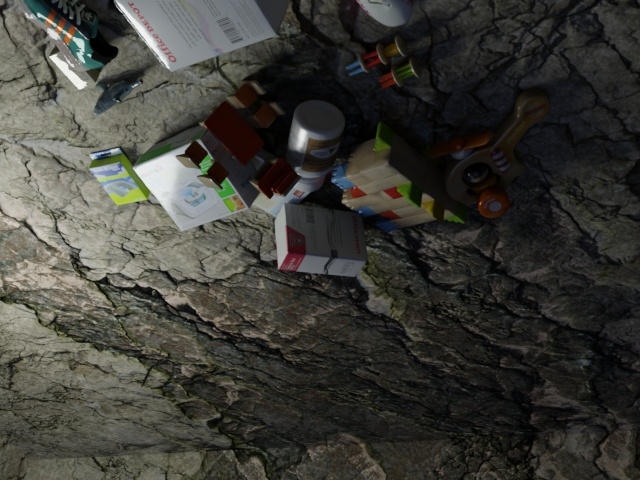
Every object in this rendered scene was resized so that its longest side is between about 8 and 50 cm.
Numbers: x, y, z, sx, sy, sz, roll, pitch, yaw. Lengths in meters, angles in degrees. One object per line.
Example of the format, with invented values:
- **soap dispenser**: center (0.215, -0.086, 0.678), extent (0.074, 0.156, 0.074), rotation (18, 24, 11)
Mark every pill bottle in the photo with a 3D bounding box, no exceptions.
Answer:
- **pill bottle**: center (-0.021, -0.238, 2.040), extent (0.131, 0.131, 0.229), rotation (12, 139, -4)

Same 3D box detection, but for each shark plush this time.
- **shark plush**: center (-0.510, -0.368, 2.020), extent (0.161, 0.067, 0.073), rotation (-10, 136, 20)

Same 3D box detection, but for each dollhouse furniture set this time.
- **dollhouse furniture set**: center (-0.176, -0.225, 1.948), extent (0.259, 0.262, 0.135), rotation (45, 166, -28)

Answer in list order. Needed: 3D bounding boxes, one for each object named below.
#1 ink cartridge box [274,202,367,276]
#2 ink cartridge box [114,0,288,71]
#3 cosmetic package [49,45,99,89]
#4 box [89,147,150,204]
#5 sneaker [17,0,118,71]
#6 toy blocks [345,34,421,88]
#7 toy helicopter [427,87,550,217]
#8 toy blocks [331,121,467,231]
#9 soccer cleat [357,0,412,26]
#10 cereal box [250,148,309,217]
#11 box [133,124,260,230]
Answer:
- **ink cartridge box**: center (0.000, 0.000, 2.242), extent (0.237, 0.171, 0.100), rotation (7, 145, -19)
- **ink cartridge box**: center (-0.259, -0.527, 1.733), extent (0.306, 0.131, 0.226), rotation (-9, 136, 29)
- **cosmetic package**: center (-0.614, -0.439, 1.977), extent (0.060, 0.041, 0.115), rotation (-15, 135, 24)
- **box**: center (-0.579, -0.181, 2.268), extent (0.109, 0.042, 0.178), rotation (-9, 137, 19)
- **sneaker**: center (-0.584, -0.524, 1.834), extent (0.121, 0.108, 0.302), rotation (-10, 144, 19)
- **toy blocks**: center (0.147, -0.407, 1.874), extent (0.148, 0.054, 0.123), rotation (-19, 132, 28)
- **toy helicopter**: center (0.431, -0.239, 1.979), extent (0.235, 0.140, 0.355), rotation (22, 124, -20)
- **toy blocks**: center (0.175, -0.144, 2.103), extent (0.261, 0.190, 0.381), rotation (-14, 146, 42)
- **soccer cleat**: center (0.089, -0.556, 1.645), extent (0.116, 0.143, 0.331), rotation (-17, 134, 26)
- **cereal box**: center (-0.160, -0.169, 2.207), extent (0.240, 0.047, 0.173), rotation (30, 135, -23)
- **box**: center (-0.322, -0.177, 2.119), extent (0.262, 0.126, 0.231), rotation (-15, 121, 34)
